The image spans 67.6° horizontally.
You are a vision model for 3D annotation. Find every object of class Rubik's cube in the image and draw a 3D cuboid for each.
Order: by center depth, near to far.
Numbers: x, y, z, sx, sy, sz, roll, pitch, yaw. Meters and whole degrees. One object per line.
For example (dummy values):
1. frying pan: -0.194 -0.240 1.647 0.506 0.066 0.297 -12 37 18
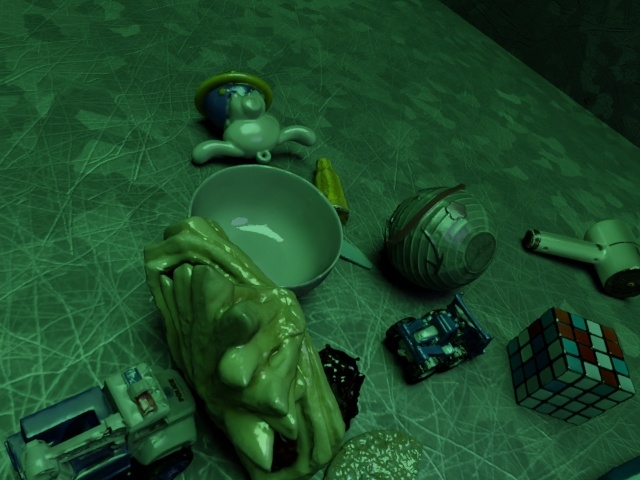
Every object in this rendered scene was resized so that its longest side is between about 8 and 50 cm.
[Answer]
1. Rubik's cube: 0.498 0.256 0.968 0.154 0.154 0.151 20 44 -8

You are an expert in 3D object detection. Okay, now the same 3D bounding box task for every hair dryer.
1. hair dryer: 0.728 0.024 1.345 0.361 0.128 0.203 12 45 -5

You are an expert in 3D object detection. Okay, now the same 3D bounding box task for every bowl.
1. bowl: -0.113 0.006 0.904 0.286 0.144 0.287 12 48 -14

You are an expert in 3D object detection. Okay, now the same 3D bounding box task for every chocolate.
1. chocolate: 0.007 0.230 0.766 0.156 0.133 0.156 13 43 -13
2. chocolate: 0.017 -0.125 1.151 0.085 0.086 0.220 9 44 -18

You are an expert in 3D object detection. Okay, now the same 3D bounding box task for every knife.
1. knife: 0.000 -0.001 1.062 0.260 0.035 0.063 23 41 -13

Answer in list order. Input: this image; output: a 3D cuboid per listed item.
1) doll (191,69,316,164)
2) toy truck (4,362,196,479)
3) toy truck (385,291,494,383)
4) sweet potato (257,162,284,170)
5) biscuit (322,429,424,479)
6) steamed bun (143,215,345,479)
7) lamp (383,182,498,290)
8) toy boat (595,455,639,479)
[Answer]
1. doll: -0.158 -0.309 1.167 0.310 0.160 0.243 0 47 -20
2. toy truck: -0.260 0.235 0.594 0.213 0.177 0.161 -20 59 -38
3. toy truck: 0.242 0.182 0.931 0.208 0.126 0.113 -9 54 -34
4. sweet potato: -0.086 -0.149 1.149 0.153 0.038 0.041 30 39 0
5. biscuit: 0.068 0.381 0.724 0.133 0.032 0.250 31 44 6
6. steamed bun: -0.109 0.145 0.630 0.189 0.247 0.428 -20 81 -55
7. lamp: 0.259 -0.006 1.055 0.265 0.233 0.233 -32 67 -28
8. toy boat: 0.608 0.442 0.891 0.298 0.096 0.062 3 35 -33
